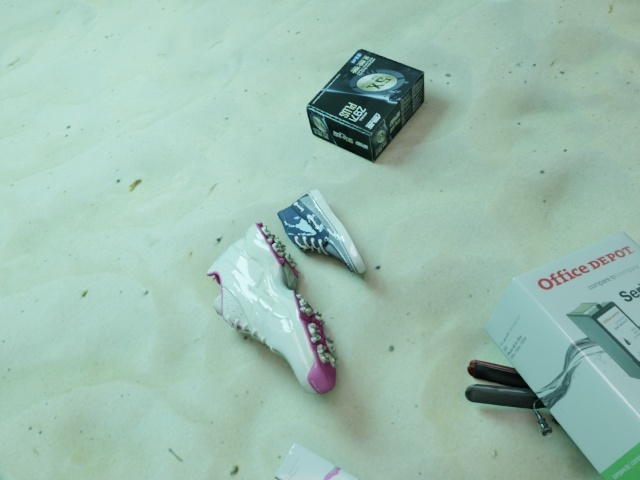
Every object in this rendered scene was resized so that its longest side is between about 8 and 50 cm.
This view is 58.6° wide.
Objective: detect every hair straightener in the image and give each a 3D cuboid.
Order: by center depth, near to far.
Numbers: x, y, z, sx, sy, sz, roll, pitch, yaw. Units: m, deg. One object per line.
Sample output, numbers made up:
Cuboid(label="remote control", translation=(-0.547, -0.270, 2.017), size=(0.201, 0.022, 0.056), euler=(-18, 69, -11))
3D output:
Cuboid(label="hair straightener", translation=(0.303, 0.224, 0.743), size=(0.230, 0.047, 0.089), euler=(13, 47, 12))

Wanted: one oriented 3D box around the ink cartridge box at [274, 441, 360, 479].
Cuboid(label="ink cartridge box", translation=(0.013, 0.313, 0.718), size=(0.122, 0.089, 0.052), euler=(22, 65, 23))

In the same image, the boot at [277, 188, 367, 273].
Cuboid(label="boot", translation=(0.000, 0.000, 0.938), size=(0.086, 0.069, 0.190), euler=(-32, 49, -1))

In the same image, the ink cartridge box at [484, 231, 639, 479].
Cuboid(label="ink cartridge box", translation=(0.379, 0.149, 0.696), size=(0.211, 0.122, 0.289), euler=(-18, 53, -23))

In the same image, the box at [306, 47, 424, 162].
Cuboid(label="box", translation=(0.086, -0.256, 1.068), size=(0.147, 0.078, 0.180), euler=(30, 68, 25))

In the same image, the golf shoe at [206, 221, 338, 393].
Cuboid(label="golf shoe", translation=(-0.077, 0.114, 0.861), size=(0.140, 0.115, 0.306), euler=(-32, 51, 3))
